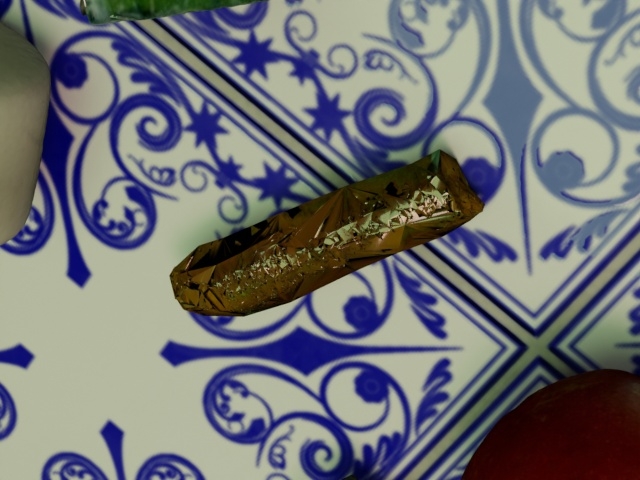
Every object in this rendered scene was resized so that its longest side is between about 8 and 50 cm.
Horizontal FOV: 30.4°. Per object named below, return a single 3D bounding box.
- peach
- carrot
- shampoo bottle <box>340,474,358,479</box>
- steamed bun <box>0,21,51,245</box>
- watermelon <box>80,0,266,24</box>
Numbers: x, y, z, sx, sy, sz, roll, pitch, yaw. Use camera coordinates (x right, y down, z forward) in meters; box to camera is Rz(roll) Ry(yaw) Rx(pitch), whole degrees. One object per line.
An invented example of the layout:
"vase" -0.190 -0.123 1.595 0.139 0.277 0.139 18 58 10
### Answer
"peach" 0.201 0.198 0.743 0.244 0.199 0.243 1 96 6
"carrot" -0.001 -0.001 0.820 0.229 0.069 0.069 -22 99 22
"shampoo bottle" 0.103 0.281 0.856 0.284 0.101 0.101 45 115 1
"steamed bun" -0.303 -0.097 0.834 0.242 0.164 0.146 22 115 9
"watermelon" -0.086 -0.260 0.676 0.151 0.302 0.264 -9 100 -8
